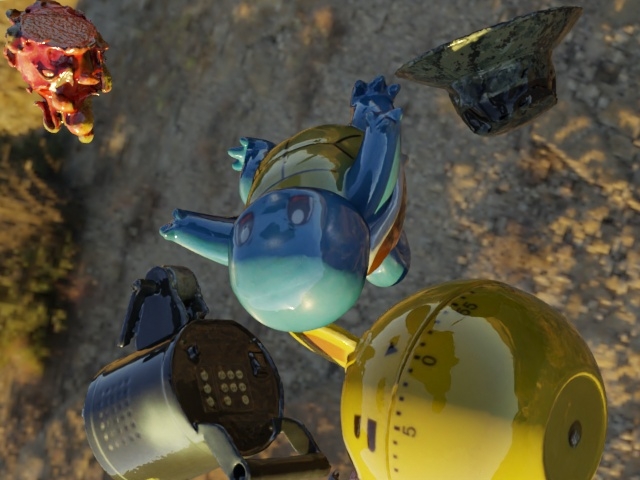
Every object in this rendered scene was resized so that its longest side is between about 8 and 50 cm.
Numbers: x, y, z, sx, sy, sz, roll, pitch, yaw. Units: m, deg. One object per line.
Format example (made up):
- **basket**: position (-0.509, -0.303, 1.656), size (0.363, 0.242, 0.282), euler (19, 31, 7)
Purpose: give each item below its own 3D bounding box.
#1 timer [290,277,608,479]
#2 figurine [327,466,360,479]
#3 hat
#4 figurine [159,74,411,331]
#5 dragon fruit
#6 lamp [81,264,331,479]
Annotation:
- **timer**: position (0.162, 0.216, 1.607), size (0.387, 0.376, 0.376), euler (9, 86, 42)
- **figurine**: position (0.084, 0.424, 1.903), size (0.229, 0.112, 0.137), euler (-117, 32, -54)
- **hat**: position (0.238, -0.208, 1.626), size (0.265, 0.266, 0.128), euler (-22, 89, 51)
- **figurine**: position (-0.009, -0.039, 1.374), size (0.298, 0.416, 0.242), euler (-16, 91, 18)
- **dragon fruit**: position (-0.351, -0.233, 1.698), size (0.150, 0.133, 0.207), euler (-5, 103, 68)
- **lamp**: position (-0.194, 0.246, 1.751), size (0.272, 0.205, 0.374), euler (-49, 58, 30)
